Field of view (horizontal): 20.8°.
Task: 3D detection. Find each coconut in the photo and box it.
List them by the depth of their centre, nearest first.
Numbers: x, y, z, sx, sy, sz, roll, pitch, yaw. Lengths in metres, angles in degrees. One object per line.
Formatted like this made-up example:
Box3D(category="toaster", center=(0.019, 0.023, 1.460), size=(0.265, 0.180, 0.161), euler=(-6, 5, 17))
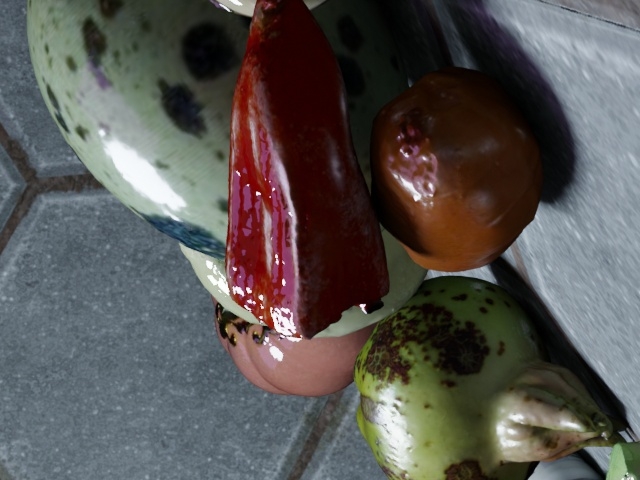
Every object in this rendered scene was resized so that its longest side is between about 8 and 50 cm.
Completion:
Box3D(category="coconut", center=(0.280, 0.209, 1.468), size=(0.083, 0.081, 0.082), euler=(-107, 26, -50))

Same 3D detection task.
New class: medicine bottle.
Box3D(category="medicine bottle", center=(0.259, 0.281, 1.945), size=(0.103, 0.103, 0.186), euler=(59, 174, -24))

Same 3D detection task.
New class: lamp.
Box3D(category="lamp", center=(-0.009, 0.061, 2.338), size=(0.305, 0.239, 0.305), euler=(-9, 79, 55))

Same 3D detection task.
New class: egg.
Box3D(category="egg", center=(-0.082, -0.142, 1.473), size=(0.379, 0.287, 0.287), euler=(59, 175, -1))

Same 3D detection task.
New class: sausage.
Box3D(category="sausage", center=(0.100, -0.044, 1.298), size=(0.133, 0.133, 0.258), euler=(56, 174, 10))

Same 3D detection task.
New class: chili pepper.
Box3D(category="chili pepper", center=(-0.019, -0.057, 1.271), size=(0.144, 0.136, 0.253), euler=(-62, -28, -52))

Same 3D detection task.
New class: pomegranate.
Box3D(category="pomegranate", center=(0.149, 0.161, 1.682), size=(0.276, 0.204, 0.222), euler=(43, 154, 61))

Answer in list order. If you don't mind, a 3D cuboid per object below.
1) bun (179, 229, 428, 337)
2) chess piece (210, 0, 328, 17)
Box3D(category="bun", center=(-0.006, -0.022, 1.695), size=(0.259, 0.259, 0.160), euler=(56, 170, 7))
Box3D(category="chess piece", center=(-0.032, -0.267, 1.198), size=(0.143, 0.143, 0.261), euler=(55, 168, 13))
